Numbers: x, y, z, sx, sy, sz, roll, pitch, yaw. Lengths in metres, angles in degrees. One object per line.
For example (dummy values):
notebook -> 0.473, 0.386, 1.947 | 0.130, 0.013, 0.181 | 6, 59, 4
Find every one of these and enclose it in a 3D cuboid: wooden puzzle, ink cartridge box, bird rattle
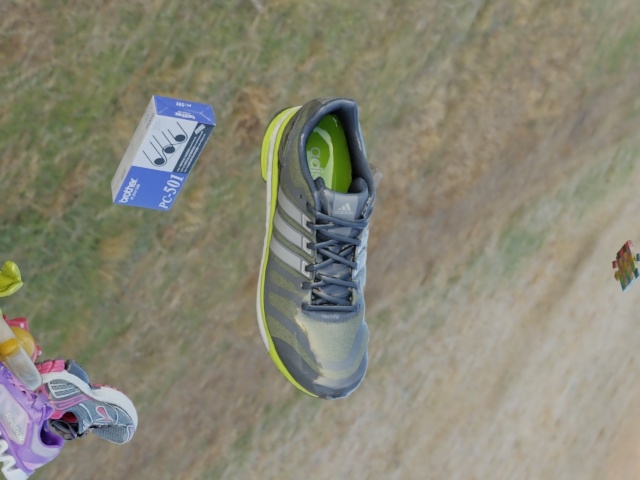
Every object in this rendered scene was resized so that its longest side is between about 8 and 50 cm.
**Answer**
wooden puzzle -> 0.387, 0.032, 1.511 | 0.083, 0.006, 0.049 | 108, -23, -61
ink cartridge box -> -0.247, -0.132, 1.859 | 0.097, 0.046, 0.207 | 8, 139, -27
bird rattle -> -0.530, 0.173, 1.988 | 0.143, 0.207, 0.254 | -26, 139, -20

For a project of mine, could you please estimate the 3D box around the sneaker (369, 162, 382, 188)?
sneaker -> 0.045, -0.073, 1.922 | 0.066, 0.071, 0.188 | -58, -176, 31

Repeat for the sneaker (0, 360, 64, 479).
sneaker -> -0.469, 0.252, 1.847 | 0.095, 0.104, 0.236 | -74, 143, -76

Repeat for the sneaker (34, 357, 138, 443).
sneaker -> -0.448, 0.326, 2.239 | 0.299, 0.120, 0.112 | 46, 32, -53

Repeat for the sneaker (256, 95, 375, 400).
sneaker -> 0.000, 0.000, 1.132 | 0.121, 0.111, 0.300 | 142, -56, -68
